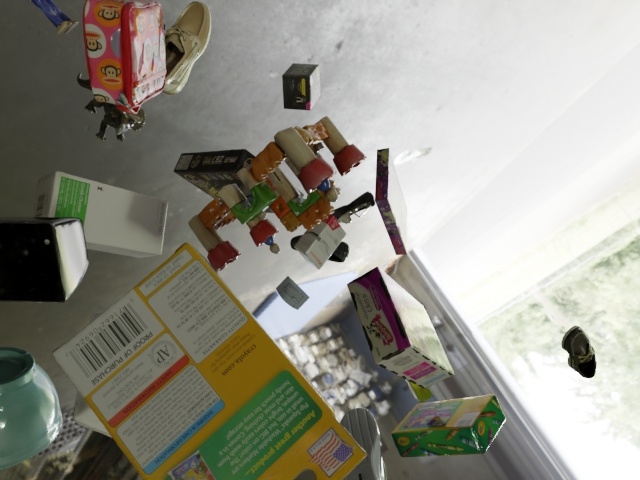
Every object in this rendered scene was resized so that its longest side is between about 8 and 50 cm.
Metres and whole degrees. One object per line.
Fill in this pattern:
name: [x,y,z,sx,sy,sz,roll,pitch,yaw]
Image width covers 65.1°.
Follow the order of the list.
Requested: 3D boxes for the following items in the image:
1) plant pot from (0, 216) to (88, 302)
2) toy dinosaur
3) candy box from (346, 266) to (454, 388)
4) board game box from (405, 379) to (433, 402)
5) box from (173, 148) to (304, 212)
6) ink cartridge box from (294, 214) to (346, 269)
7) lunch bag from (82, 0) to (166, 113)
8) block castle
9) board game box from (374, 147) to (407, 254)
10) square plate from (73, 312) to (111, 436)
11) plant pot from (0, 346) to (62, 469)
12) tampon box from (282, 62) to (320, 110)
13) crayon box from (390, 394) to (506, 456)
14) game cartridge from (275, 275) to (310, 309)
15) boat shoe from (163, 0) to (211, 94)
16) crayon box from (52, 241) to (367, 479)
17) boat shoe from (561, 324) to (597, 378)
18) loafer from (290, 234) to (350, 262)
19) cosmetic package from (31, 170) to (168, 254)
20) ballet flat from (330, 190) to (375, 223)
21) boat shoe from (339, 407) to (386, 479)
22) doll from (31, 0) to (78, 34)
plant pot: [-0.652,0.028,1.175,0.187,0.188,0.167,0,-165,6]
toy dinosaur: [-0.591,-0.388,1.438,0.160,0.314,0.121,-44,153,25]
candy box: [0.149,0.165,0.913,0.071,0.159,0.233,-31,142,17]
board game box: [0.261,0.379,1.478,0.043,0.181,0.092,-27,173,-5]
box: [-0.304,-0.213,1.850,0.318,0.394,0.097,34,70,-44]
ink cartridge box: [0.000,0.000,1.587,0.150,0.063,0.109,-52,141,-12]
lunch bag: [-0.449,-0.426,1.178,0.120,0.293,0.258,6,116,-4]
block castle: [-0.105,-0.105,1.343,0.453,0.213,0.303,-38,179,31]
board game box: [0.245,-0.123,1.705,0.056,0.208,0.347,-9,146,16]
square plate: [-0.291,0.286,0.977,0.344,0.347,0.049,36,95,-27]
plant pot: [-0.809,0.392,1.249,0.293,0.293,0.196,-11,118,-46]
tampon box: [-0.066,-0.551,1.789,0.161,0.101,0.121,-70,163,-54]
crayon box: [0.357,0.525,1.418,0.278,0.081,0.165,-26,179,42]
game cartridge: [-0.076,0.141,1.328,0.056,0.083,0.017,-44,177,-16]
boat shoe: [-0.426,-0.600,1.532,0.098,0.109,0.302,35,80,-84]
crayon box: [-0.128,0.190,0.594,0.203,0.323,0.083,-41,167,-9]
boat shoe: [0.774,0.332,1.485,0.081,0.069,0.228,-36,130,0]
loafer: [-0.008,0.032,1.770,0.076,0.223,0.078,79,27,-47]
cosmetic package: [-0.689,-0.069,1.583,0.155,0.197,0.365,-6,167,42]
ballet flat: [0.111,-0.105,1.814,0.203,0.074,0.074,-29,160,-4]
boat shoe: [0.108,0.595,1.299,0.121,0.335,0.119,-12,120,7]
doll: [-0.621,-0.543,1.094,0.046,0.189,0.129,-34,-156,13]
